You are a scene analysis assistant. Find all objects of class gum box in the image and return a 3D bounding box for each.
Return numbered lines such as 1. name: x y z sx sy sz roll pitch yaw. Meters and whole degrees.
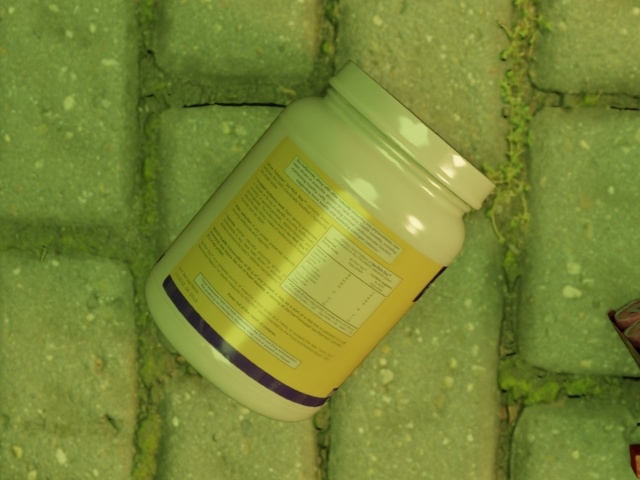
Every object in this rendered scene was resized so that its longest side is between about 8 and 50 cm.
1. gum box: 0.368 0.127 1.038 0.062 0.188 0.107 -32 96 10

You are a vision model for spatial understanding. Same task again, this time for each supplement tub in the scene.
1. supplement tub: 0.000 0.000 1.057 0.241 0.241 0.331 42 100 4

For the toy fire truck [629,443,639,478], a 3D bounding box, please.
1. toy fire truck: 0.402 0.291 1.113 0.192 0.047 0.135 -8 94 9
